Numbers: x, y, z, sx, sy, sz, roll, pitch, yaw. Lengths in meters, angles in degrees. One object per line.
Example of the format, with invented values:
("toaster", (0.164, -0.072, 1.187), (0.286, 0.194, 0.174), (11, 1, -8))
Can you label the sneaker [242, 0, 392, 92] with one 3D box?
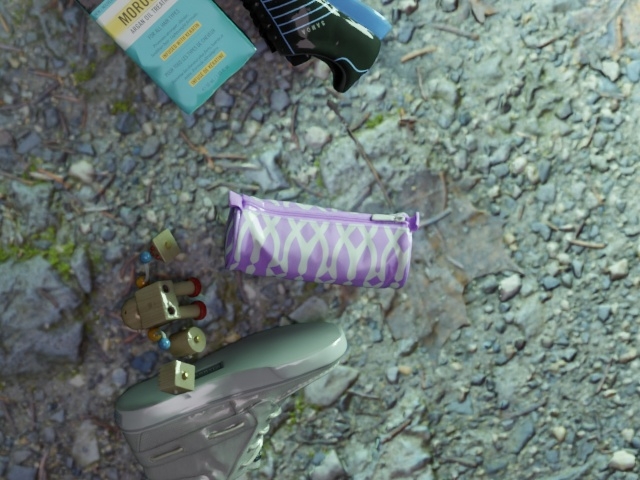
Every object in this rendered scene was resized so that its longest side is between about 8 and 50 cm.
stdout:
("sneaker", (-0.041, -0.236, 1.834), (0.232, 0.081, 0.090), (31, 91, -16))

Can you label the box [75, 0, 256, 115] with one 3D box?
("box", (-0.182, -0.247, 1.820), (0.100, 0.060, 0.244), (-44, 107, 4))

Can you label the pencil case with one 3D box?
("pencil case", (0.000, 0.000, 1.898), (0.206, 0.086, 0.088), (4, 138, -11))

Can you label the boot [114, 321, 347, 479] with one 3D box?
("boot", (-0.080, 0.181, 1.941), (0.258, 0.095, 0.123), (-19, 113, 5))

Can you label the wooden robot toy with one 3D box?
("wooden robot toy", (-0.170, 0.080, 1.910), (0.076, 0.079, 0.173), (-1, 74, -50))
